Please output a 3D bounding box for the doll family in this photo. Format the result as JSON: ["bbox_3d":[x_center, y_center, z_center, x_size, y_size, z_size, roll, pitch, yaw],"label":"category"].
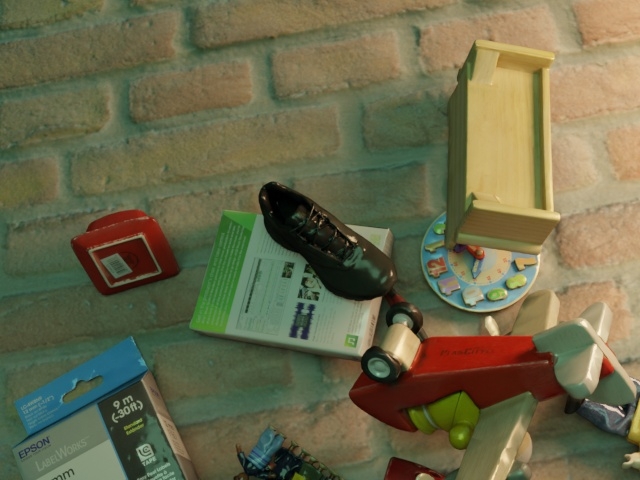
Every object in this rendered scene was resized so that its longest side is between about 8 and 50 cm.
[{"bbox_3d":[-0.056,0.391,1.564,0.193,0.076,0.111,33,82,24],"label":"doll family"}]

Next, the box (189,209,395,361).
[{"bbox_3d":[-0.050,0.075,1.669,0.322,0.058,0.232,8,71,19],"label":"box"}]

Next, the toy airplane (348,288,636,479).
[{"bbox_3d":[0.276,0.232,1.420,0.386,0.272,0.384,-26,25,-12],"label":"toy airplane"}]

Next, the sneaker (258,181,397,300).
[{"bbox_3d":[0.000,0.000,1.580,0.286,0.130,0.109,32,78,24],"label":"sneaker"}]

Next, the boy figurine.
[{"bbox_3d":[0.530,0.286,1.496,0.285,0.092,0.177,24,72,20],"label":"boy figurine"}]

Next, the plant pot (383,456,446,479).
[{"bbox_3d":[0.162,0.440,1.444,0.174,0.191,0.191,13,72,9],"label":"plant pot"}]

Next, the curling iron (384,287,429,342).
[{"bbox_3d":[0.127,0.126,1.653,0.068,0.035,0.274,-40,67,-3],"label":"curling iron"}]

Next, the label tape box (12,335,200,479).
[{"bbox_3d":[-0.371,0.353,1.605,0.249,0.115,0.347,-29,69,-2],"label":"label tape box"}]

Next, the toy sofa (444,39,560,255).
[{"bbox_3d":[0.312,-0.152,1.655,0.150,0.177,0.362,8,61,-5],"label":"toy sofa"}]

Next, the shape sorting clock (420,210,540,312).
[{"bbox_3d":[0.277,0.027,1.663,0.206,0.040,0.206,-3,69,8],"label":"shape sorting clock"}]

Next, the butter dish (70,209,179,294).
[{"bbox_3d":[-0.354,0.000,1.736,0.160,0.160,0.118,-17,45,2],"label":"butter dish"}]
